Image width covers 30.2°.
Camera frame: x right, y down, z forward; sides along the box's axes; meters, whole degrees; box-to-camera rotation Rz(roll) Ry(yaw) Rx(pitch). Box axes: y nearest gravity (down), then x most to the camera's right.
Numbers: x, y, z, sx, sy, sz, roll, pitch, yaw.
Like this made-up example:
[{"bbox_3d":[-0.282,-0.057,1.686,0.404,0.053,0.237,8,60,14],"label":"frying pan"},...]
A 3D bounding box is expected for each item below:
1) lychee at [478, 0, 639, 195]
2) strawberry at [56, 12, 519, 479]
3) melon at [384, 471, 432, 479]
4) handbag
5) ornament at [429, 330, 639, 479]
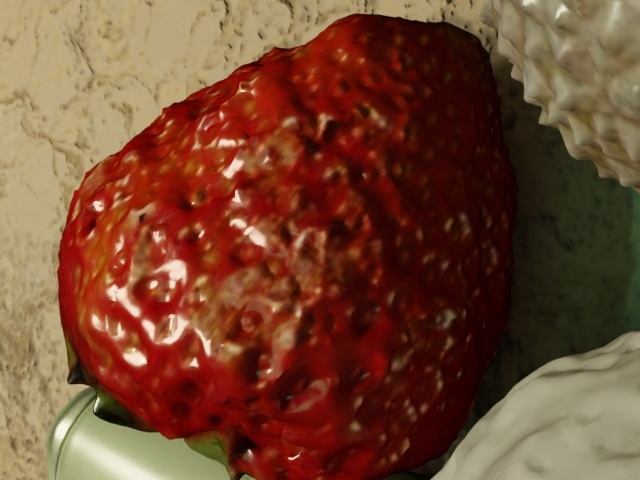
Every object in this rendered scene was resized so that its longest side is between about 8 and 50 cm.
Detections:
[{"bbox_3d":[0.211,-0.142,0.511,0.300,0.300,0.300,2,94,31],"label":"lychee"},{"bbox_3d":[0.000,0.000,0.659,0.257,0.257,0.276,33,101,25],"label":"strawberry"},{"bbox_3d":[0.065,0.197,0.716,0.162,0.099,0.099,32,108,27],"label":"melon"},{"bbox_3d":[-0.038,0.228,0.743,0.315,0.109,0.241,29,132,29],"label":"handbag"},{"bbox_3d":[0.173,0.198,0.509,0.337,0.337,0.337,2,94,31],"label":"ornament"}]
